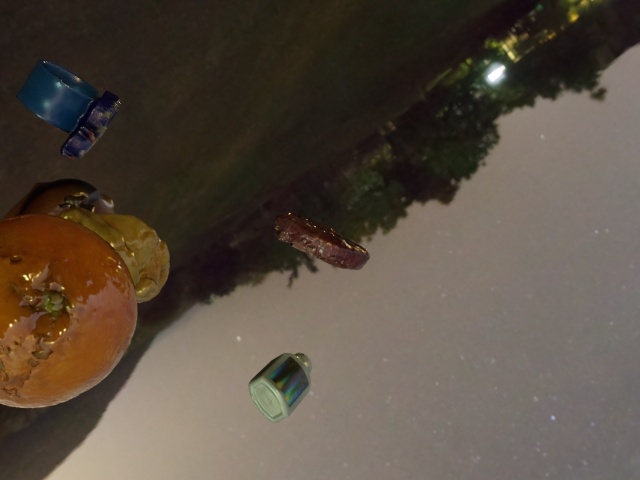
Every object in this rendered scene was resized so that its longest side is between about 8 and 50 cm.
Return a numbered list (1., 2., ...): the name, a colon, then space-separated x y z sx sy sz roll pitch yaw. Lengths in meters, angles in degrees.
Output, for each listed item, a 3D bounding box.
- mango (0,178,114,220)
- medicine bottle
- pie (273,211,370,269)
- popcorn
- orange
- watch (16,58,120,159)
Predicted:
1. mango: -0.644 -0.039 1.661 0.287 0.201 0.153 -37 -162 2
2. medicine bottle: -0.087 0.352 1.719 0.083 0.121 0.229 -34 180 24
3. pie: 0.000 0.000 1.367 0.054 0.204 0.218 -64 162 5
4. popcorn: -0.462 0.051 1.380 0.297 0.281 0.316 1 -177 9
5. orange: -0.361 0.089 0.878 0.246 0.246 0.246 -38 -178 2
6. watch: -0.567 -0.300 1.531 0.171 0.200 0.196 -53 -167 0
